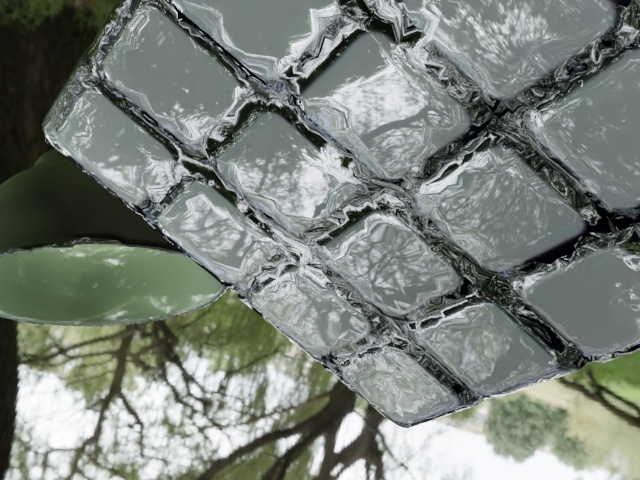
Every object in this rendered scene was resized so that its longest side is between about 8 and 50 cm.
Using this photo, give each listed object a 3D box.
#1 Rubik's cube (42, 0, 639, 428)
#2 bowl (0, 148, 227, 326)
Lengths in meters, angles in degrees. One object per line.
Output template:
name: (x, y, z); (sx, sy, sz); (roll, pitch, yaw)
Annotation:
Rubik's cube: (0.092, -0.136, 0.512); (0.343, 0.344, 0.337); (39, 137, -15)
bowl: (-0.305, -0.015, 1.062); (0.353, 0.185, 0.354); (-6, 160, -2)
